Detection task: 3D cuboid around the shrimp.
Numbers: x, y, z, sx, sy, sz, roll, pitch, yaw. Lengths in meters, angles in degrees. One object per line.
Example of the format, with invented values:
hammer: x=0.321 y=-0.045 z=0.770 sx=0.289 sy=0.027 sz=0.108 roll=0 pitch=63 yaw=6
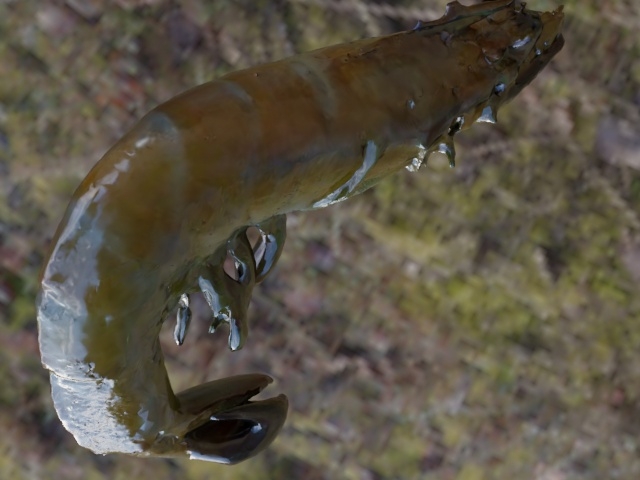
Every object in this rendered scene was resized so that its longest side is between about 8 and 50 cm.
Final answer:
shrimp: x=0.001 y=0.001 z=0.515 sx=0.034 sy=0.178 sz=0.124 roll=33 pitch=133 yaw=33
